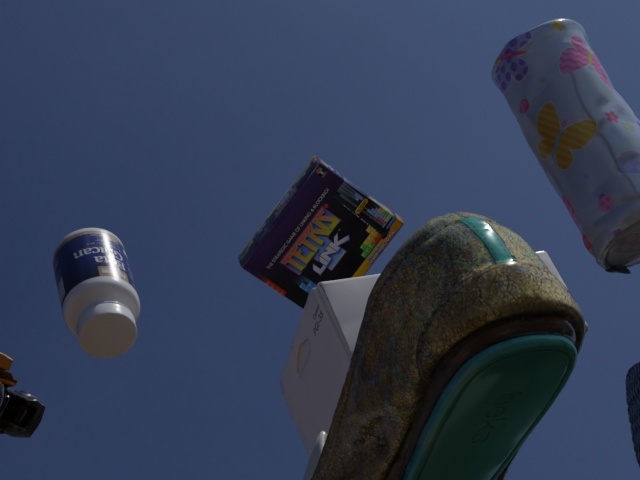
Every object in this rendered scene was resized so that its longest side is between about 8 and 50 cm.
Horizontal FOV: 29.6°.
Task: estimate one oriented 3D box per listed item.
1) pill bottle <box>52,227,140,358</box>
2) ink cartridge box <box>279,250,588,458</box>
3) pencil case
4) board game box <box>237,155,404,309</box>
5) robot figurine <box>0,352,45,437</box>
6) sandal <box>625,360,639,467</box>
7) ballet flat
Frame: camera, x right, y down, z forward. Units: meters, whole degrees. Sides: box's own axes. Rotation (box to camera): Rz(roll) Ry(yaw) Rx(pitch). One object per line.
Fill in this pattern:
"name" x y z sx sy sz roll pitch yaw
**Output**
"pill bottle" -0.273 0.066 1.488 0.094 0.169 0.094 -10 -53 -14
"ink cartridge box" 0.119 0.132 1.339 0.283 0.117 0.207 -7 -38 -22
"pencil case" 0.284 -0.102 1.259 0.124 0.273 0.113 2 -38 -43
"board game box" 0.000 0.000 1.560 0.141 0.048 0.170 34 -82 -19
"robot figurine" -0.281 0.045 0.602 0.085 0.291 0.211 -66 -22 -12
"sandal" 0.396 0.171 1.234 0.107 0.167 0.446 -7 -6 5
"ballet flat" 0.043 0.125 0.688 0.123 0.123 0.348 -9 -42 -31
